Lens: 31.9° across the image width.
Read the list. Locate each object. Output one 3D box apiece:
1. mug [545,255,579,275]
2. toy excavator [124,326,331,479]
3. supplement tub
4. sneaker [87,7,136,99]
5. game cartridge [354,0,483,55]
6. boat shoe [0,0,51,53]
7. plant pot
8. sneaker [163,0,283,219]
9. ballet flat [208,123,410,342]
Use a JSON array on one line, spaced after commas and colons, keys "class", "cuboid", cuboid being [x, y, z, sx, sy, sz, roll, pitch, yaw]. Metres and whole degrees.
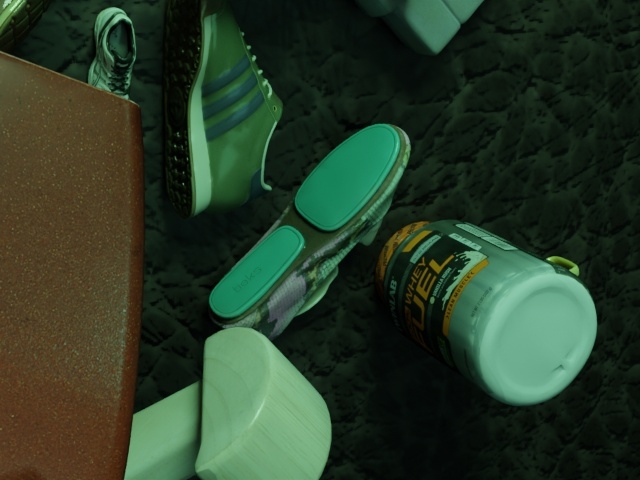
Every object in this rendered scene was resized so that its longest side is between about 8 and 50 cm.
[{"class": "mug", "cuboid": [0.193, 0.045, 1.037, 0.078, 0.064, 0.062, 4, 103, -28]}, {"class": "toy excavator", "cuboid": [-0.235, 0.270, 0.781, 0.222, 0.432, 0.445, 49, 46, -33]}, {"class": "supplement tub", "cuboid": [0.129, 0.051, 0.934, 0.117, 0.190, 0.117, -8, 108, -24]}, {"class": "sneaker", "cuboid": [-0.153, -0.128, 0.827, 0.031, 0.037, 0.083, -8, 111, -26]}, {"class": "game cartridge", "cuboid": [0.039, -0.336, 0.846, 0.230, 0.068, 0.355, -47, 120, -1]}, {"class": "boat shoe", "cuboid": [-0.195, -0.192, 0.739, 0.060, 0.064, 0.178, 27, 54, -12]}, {"class": "plant pot", "cuboid": [-0.253, -0.004, 0.702, 0.267, 0.267, 0.236, 18, 87, -30]}, {"class": "sneaker", "cuboid": [-0.070, -0.114, 0.862, 0.086, 0.064, 0.192, -7, 109, -32]}, {"class": "ballet flat", "cuboid": [0.000, 0.000, 0.931, 0.221, 0.077, 0.079, -48, 138, 0]}]
